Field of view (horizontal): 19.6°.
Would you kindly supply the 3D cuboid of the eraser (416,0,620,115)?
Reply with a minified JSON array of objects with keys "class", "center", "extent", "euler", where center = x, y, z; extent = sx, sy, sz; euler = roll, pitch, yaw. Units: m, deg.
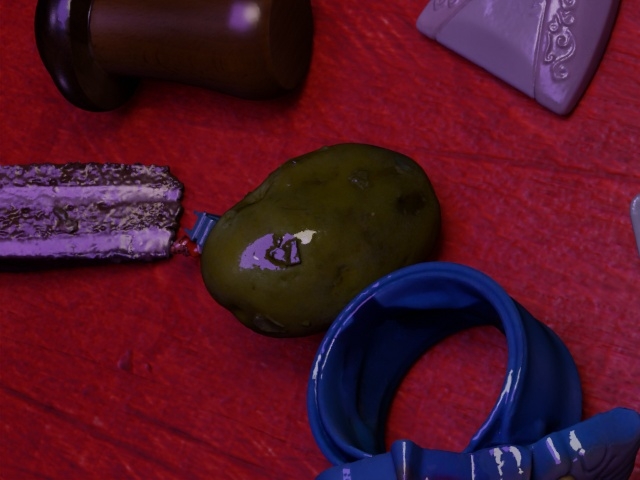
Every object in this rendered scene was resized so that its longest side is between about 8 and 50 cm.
[{"class":"eraser","center":[0.231,-0.278,1.907],"extent":[0.204,0.059,0.243],"euler":[34,95,30]}]

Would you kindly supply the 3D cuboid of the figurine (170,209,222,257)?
[{"class":"figurine","center":[-0.086,0.021,1.975],"extent":[0.140,0.068,0.075],"euler":[35,96,24]}]

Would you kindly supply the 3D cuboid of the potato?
[{"class":"potato","center":[0.000,0.000,1.874],"extent":[0.253,0.148,0.186],"euler":[-18,37,-8]}]

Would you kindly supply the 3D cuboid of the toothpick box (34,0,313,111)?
[{"class":"toothpick box","center":[-0.166,-0.234,2.026],"extent":[0.294,0.192,0.192],"euler":[3,76,21]}]

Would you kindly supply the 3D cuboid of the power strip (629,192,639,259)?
[{"class":"power strip","center":[0.370,0.128,1.717],"extent":[0.091,0.062,0.385],"euler":[-19,67,24]}]

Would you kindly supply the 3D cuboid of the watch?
[{"class":"watch","center":[0.144,0.150,1.742],"extent":[0.305,0.241,0.274],"euler":[-22,53,21]}]

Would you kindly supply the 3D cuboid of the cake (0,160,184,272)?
[{"class":"cake","center":[-0.294,-0.024,2.091],"extent":[0.295,0.113,0.116],"euler":[-1,76,13]}]
